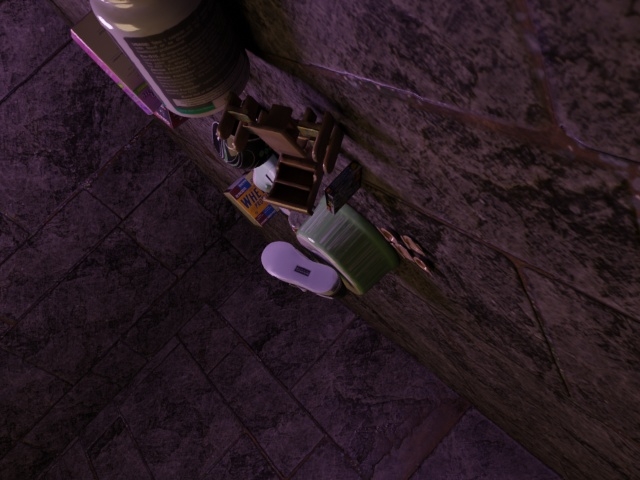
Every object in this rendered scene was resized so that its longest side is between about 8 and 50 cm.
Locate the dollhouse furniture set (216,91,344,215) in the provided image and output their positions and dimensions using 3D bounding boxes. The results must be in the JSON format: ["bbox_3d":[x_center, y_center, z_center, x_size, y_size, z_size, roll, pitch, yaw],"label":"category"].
[{"bbox_3d":[-0.073,-0.164,1.144,0.212,0.160,0.242,16,174,19],"label":"dollhouse furniture set"}]

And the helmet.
[{"bbox_3d":[-0.198,-0.265,1.466,0.169,0.169,0.161,42,155,12],"label":"helmet"}]

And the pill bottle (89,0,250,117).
[{"bbox_3d":[-0.269,-0.395,0.998,0.204,0.204,0.361,40,171,21],"label":"pill bottle"}]

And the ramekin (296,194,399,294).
[{"bbox_3d":[0.071,0.021,1.658,0.303,0.148,0.303,43,172,8],"label":"ramekin"}]

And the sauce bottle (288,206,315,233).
[{"bbox_3d":[0.000,0.000,2.043,0.111,0.111,0.344,37,171,37],"label":"sauce bottle"}]

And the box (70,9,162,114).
[{"bbox_3d":[-0.411,-0.458,1.323,0.243,0.213,0.117,46,171,-23],"label":"box"}]

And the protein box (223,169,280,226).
[{"bbox_3d":[-0.284,-0.177,2.394,0.200,0.136,0.201,46,172,-14],"label":"protein box"}]

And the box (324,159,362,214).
[{"bbox_3d":[0.051,-0.116,1.259,0.027,0.094,0.137,42,171,11],"label":"box"}]

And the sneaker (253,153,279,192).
[{"bbox_3d":[-0.140,-0.181,1.811,0.151,0.094,0.256,47,171,16],"label":"sneaker"}]

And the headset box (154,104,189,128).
[{"bbox_3d":[-0.474,-0.482,1.633,0.218,0.110,0.293,41,156,20],"label":"headset box"}]

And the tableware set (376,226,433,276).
[{"bbox_3d":[0.218,0.023,1.420,0.141,0.020,0.169,49,170,-34],"label":"tableware set"}]

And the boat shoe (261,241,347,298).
[{"bbox_3d":[-0.047,0.093,1.687,0.306,0.113,0.105,17,163,37],"label":"boat shoe"}]

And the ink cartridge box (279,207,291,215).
[{"bbox_3d":[-0.122,-0.134,2.131,0.088,0.052,0.122,48,172,-33],"label":"ink cartridge box"}]
